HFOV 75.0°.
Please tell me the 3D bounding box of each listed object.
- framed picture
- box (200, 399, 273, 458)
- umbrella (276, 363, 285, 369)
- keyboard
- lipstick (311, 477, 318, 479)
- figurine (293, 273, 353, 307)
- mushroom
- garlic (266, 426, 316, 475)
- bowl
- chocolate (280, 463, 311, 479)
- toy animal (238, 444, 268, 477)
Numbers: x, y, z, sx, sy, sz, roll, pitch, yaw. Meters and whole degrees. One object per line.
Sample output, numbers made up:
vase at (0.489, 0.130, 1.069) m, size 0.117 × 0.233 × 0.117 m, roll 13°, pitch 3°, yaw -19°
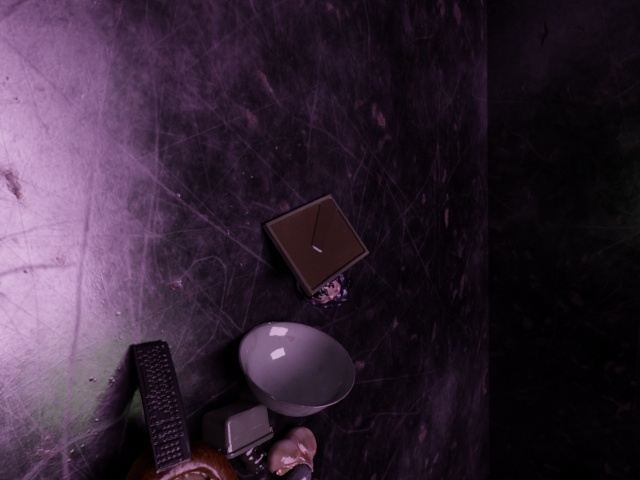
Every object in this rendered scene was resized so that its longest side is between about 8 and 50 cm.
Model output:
framed picture at (0.000, 0.000, 1.252) m, size 0.240 × 0.020 × 0.324 m, roll 56°, pitch 42°, yaw 2°
box at (-0.212, 0.466, 1.049) m, size 0.172 × 0.124 × 0.092 m, roll 3°, pitch 82°, yaw -55°
umbrella at (-0.109, 0.356, 1.232) m, size 0.037 × 0.040 × 0.143 m, roll 45°, pitch 50°, yaw -14°
keyboard at (-0.322, 0.330, 0.854) m, size 0.087 × 0.017 × 0.250 m, roll 5°, pitch 57°, yaw -49°
lipstick at (-0.003, 0.850, 1.451) m, size 0.018 × 0.019 × 0.094 m, roll -61°, pitch 137°, yaw -29°
figurine at (0.002, 0.122, 1.287) m, size 0.222 × 0.146 × 0.145 m, roll 39°, pitch 63°, yaw -54°
mushroom at (-0.290, 0.594, 0.829) m, size 0.346 × 0.260 × 0.344 m, roll 4°, pitch 84°, yaw -41°
garlic at (-0.086, 0.641, 1.256) m, size 0.175 × 0.099 × 0.123 m, roll -3°, pitch 82°, yaw -52°
bowl at (-0.078, 0.366, 1.111) m, size 0.314 × 0.314 × 0.146 m, roll -15°, pitch 130°, yaw -52°
chocolate at (-0.088, 0.752, 1.283) m, size 0.167 × 0.072 × 0.072 m, roll -19°, pitch 109°, yaw -48°
toy animal at (-0.184, 0.607, 1.160) m, size 0.065 × 0.047 × 0.135 m, roll -45°, pitch 130°, yaw -34°
